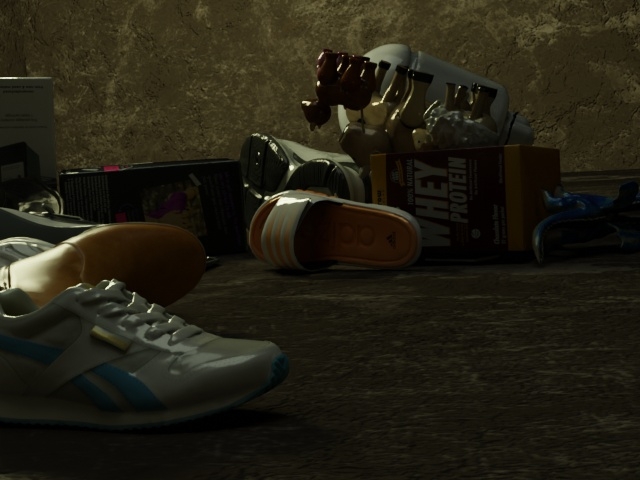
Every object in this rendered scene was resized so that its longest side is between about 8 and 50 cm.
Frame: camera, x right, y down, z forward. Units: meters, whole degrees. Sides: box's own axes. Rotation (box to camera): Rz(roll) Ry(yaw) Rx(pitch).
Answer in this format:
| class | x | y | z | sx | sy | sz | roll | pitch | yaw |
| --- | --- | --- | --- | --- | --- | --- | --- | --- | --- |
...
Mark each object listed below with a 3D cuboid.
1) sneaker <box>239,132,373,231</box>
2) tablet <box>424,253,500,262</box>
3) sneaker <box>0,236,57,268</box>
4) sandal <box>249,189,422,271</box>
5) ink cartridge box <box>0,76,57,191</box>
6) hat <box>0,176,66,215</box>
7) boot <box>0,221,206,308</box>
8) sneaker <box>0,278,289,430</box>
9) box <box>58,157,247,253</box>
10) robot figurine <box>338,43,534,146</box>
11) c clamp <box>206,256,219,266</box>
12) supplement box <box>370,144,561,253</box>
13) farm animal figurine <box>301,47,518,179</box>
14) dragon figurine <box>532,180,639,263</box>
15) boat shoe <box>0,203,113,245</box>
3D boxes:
| class | x | y | z | sx | sy | sz | roll | pitch | yaw |
| --- | --- | --- | --- | --- | --- | --- | --- | --- | --- |
| sneaker | 0.040 | -0.073 | 2.260 | 0.257 | 0.169 | 0.447 | 3 | 9 | -27 |
| tablet | 0.177 | 0.022 | 1.711 | 0.054 | 0.006 | 0.083 | -9 | 6 | -42 |
| sneaker | -0.280 | 0.045 | 1.407 | 0.232 | 0.090 | 0.115 | -5 | 9 | -2 |
| sandal | 0.000 | -0.011 | 1.696 | 0.265 | 0.102 | 0.076 | 2 | 5 | 38 |
| ink cartridge box | -0.497 | -0.107 | 2.163 | 0.121 | 0.289 | 0.211 | -4 | 5 | -24 |
| hat | -0.527 | -0.051 | 1.880 | 0.331 | 0.134 | 0.331 | -11 | 27 | 6 |
| boot | -0.210 | 0.059 | 1.197 | 0.295 | 0.104 | 0.211 | -12 | 13 | -22 |
| sneaker | -0.133 | 0.074 | 0.917 | 0.228 | 0.092 | 0.087 | -1 | 4 | 18 |
| box | -0.257 | -0.047 | 2.086 | 0.270 | 0.143 | 0.165 | -5 | 6 | -10 |
| robot figurine | 0.181 | -0.208 | 2.323 | 0.353 | 0.200 | 0.300 | 21 | 14 | -6 |
| c clamp | -0.210 | 0.033 | 1.869 | 0.137 | 0.022 | 0.160 | 1 | 4 | 8 |
| supplement box | 0.190 | -0.051 | 1.749 | 0.194 | 0.129 | 0.191 | -2 | 1 | 25 |
| farm animal figurine | 0.120 | -0.168 | 2.018 | 0.326 | 0.172 | 0.330 | 15 | 9 | 14 |
| dragon figurine | 0.350 | -0.029 | 1.686 | 0.144 | 0.085 | 0.289 | -3 | 4 | 23 |
| boat shoe | -0.336 | 0.011 | 1.702 | 0.306 | 0.113 | 0.105 | -1 | -1 | 4 |
